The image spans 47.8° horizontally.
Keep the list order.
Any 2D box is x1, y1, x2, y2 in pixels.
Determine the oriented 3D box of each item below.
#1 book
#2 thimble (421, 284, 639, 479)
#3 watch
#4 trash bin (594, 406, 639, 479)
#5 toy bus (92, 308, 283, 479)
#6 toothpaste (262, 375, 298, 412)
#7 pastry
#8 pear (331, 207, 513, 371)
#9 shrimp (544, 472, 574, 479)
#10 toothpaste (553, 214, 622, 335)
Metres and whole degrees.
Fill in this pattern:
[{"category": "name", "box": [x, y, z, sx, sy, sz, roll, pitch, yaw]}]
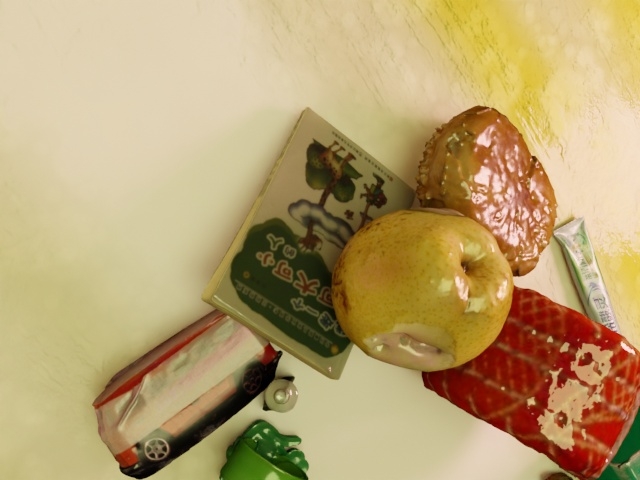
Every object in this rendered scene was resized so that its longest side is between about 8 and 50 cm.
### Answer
[{"category": "book", "box": [0.000, 0.000, 1.164, 0.260, 0.043, 0.371, 35, 65, -22]}, {"category": "thimble", "box": [0.359, 0.230, 1.230, 0.350, 0.350, 0.231, 31, 85, -20]}, {"category": "watch", "box": [-0.077, 0.383, 1.190, 0.165, 0.152, 0.131, 36, 81, -18]}, {"category": "trash bin", "box": [0.678, 0.513, 1.407, 0.259, 0.295, 0.381, -35, 100, -13]}, {"category": "toy bus", "box": [-0.212, 0.228, 1.139, 0.302, 0.127, 0.147, -34, 100, -11]}, {"category": "toothpaste", "box": [-0.062, 0.240, 1.125, 0.047, 0.268, 0.069, 14, 78, -1]}, {"category": "pastry", "box": [0.278, -0.082, 1.251, 0.311, 0.162, 0.255, 50, 58, -27]}, {"category": "pear", "box": [0.154, 0.074, 1.085, 0.271, 0.271, 0.271, -2, 97, -19]}, {"category": "shrimp", "box": [0.411, 0.525, 1.425, 0.262, 0.066, 0.117, 6, 79, -34]}, {"category": "toothpaste", "box": [0.539, 0.099, 1.430, 0.074, 0.048, 0.297, -25, 100, -12]}]
